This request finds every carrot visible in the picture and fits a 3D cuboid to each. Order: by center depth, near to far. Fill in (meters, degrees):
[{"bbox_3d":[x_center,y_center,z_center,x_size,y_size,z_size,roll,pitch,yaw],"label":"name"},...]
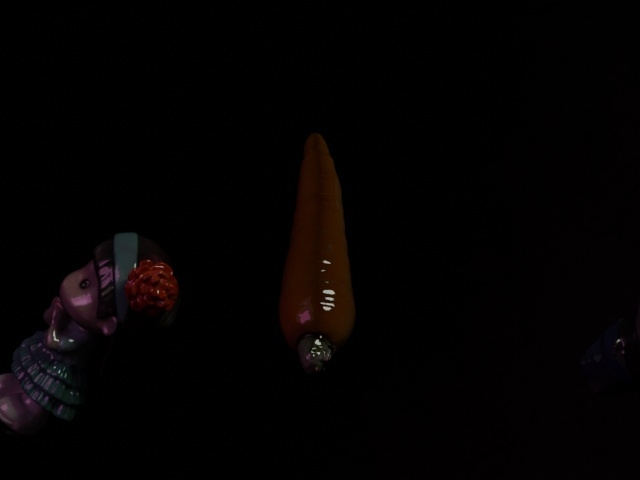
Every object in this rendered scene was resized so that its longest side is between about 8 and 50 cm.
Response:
[{"bbox_3d":[0.000,0.000,1.201,0.069,0.069,0.336,-29,34,25],"label":"carrot"}]

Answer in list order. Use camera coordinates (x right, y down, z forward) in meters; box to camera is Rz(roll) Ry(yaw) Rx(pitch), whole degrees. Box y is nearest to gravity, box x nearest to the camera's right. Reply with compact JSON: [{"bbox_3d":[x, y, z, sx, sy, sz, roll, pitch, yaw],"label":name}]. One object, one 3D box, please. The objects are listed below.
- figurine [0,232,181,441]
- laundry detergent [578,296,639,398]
[{"bbox_3d":[-0.236,0.101,1.312,0.245,0.110,0.138,-48,38,10],"label":"figurine"},{"bbox_3d":[0.294,0.024,0.811,0.280,0.105,0.215,-31,11,33],"label":"laundry detergent"}]
